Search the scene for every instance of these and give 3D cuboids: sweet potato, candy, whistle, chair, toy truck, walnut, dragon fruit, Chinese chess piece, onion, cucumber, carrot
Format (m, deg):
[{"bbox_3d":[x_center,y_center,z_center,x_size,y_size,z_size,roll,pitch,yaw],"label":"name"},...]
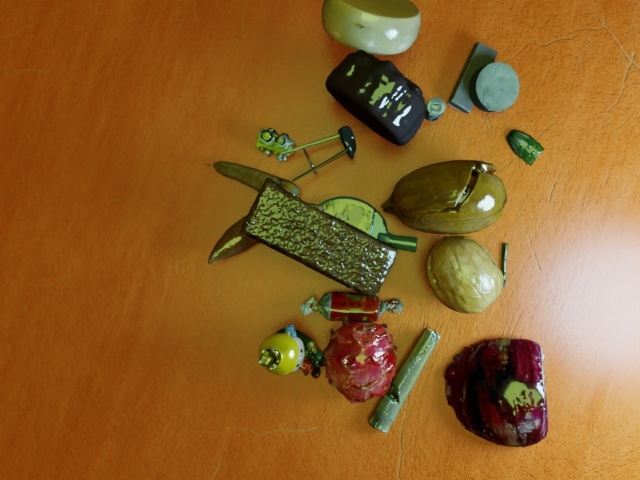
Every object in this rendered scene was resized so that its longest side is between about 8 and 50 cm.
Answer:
[{"bbox_3d":[-0.166,-0.038,1.601,0.355,0.095,0.106,-23,43,1],"label":"sweet potato"},{"bbox_3d":[0.089,0.188,1.588,0.293,0.059,0.086,2,48,1],"label":"candy"},{"bbox_3d":[0.240,0.395,1.589,0.068,0.057,0.326,29,92,-41],"label":"whistle"},{"bbox_3d":[0.008,-0.238,1.581,0.222,0.095,0.104,-28,130,-1],"label":"chair"},{"bbox_3d":[-0.130,-0.276,1.613,0.111,0.076,0.076,22,108,2],"label":"toy truck"},{"bbox_3d":[0.382,0.088,1.510,0.195,0.195,0.221,-30,88,3],"label":"walnut"},{"bbox_3d":[0.107,0.343,1.530,0.205,0.210,0.267,2,120,0],"label":"dragon fruit"},{"bbox_3d":[0.134,-0.599,1.507,0.274,0.273,0.102,19,130,4],"label":"Chinese chess piece"},{"bbox_3d":[0.490,0.435,1.530,0.280,0.146,0.314,-6,93,8],"label":"onion"},{"bbox_3d":[0.331,-0.113,1.519,0.337,0.209,0.208,-8,89,12],"label":"walnut"},{"bbox_3d":[0.576,-0.271,1.581,0.107,0.035,0.067,40,94,5],"label":"cucumber"},{"bbox_3d":[-0.201,-0.179,1.619,0.298,0.078,0.078,22,91,8],"label":"carrot"}]

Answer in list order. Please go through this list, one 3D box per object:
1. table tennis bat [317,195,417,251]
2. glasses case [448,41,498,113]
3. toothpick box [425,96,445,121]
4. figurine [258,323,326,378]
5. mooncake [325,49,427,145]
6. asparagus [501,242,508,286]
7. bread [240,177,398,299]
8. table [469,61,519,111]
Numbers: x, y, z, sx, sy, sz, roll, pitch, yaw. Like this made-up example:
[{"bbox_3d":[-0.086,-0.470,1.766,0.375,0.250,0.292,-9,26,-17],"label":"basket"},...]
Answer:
[{"bbox_3d":[0.113,-0.013,1.610,0.330,0.044,0.214,10,89,6],"label":"table tennis bat"},{"bbox_3d":[0.431,-0.461,1.588,0.072,0.042,0.190,25,91,-7],"label":"glasses case"},{"bbox_3d":[0.320,-0.368,1.573,0.052,0.083,0.052,0,90,4],"label":"toothpick box"},{"bbox_3d":[-0.074,0.320,1.521,0.185,0.234,0.127,42,88,3],"label":"figurine"},{"bbox_3d":[0.153,-0.383,1.490,0.283,0.283,0.141,39,92,3],"label":"mooncake"},{"bbox_3d":[0.523,0.070,1.591,0.018,0.015,0.126,2,90,5],"label":"asparagus"},{"bbox_3d":[0.000,0.000,1.511,0.417,0.113,0.165,28,97,-10],"label":"bread"},{"bbox_3d":[0.485,-0.427,1.564,0.134,0.043,0.133,-2,98,-13],"label":"table"}]
